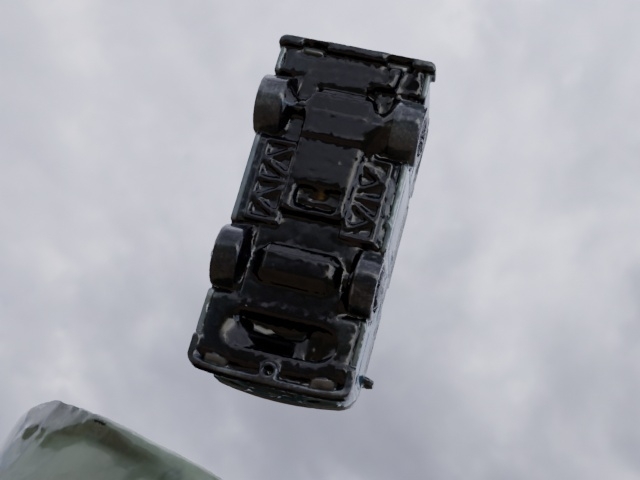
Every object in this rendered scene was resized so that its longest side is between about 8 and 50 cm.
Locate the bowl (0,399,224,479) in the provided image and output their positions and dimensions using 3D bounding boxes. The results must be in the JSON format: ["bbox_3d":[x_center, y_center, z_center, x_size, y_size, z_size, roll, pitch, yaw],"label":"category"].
[{"bbox_3d":[-0.085,0.244,0.760,0.307,0.163,0.307,27,-25,13],"label":"bowl"}]

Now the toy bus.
[{"bbox_3d":[0.000,0.000,0.479,0.060,0.123,0.075,12,-20,9],"label":"toy bus"}]
